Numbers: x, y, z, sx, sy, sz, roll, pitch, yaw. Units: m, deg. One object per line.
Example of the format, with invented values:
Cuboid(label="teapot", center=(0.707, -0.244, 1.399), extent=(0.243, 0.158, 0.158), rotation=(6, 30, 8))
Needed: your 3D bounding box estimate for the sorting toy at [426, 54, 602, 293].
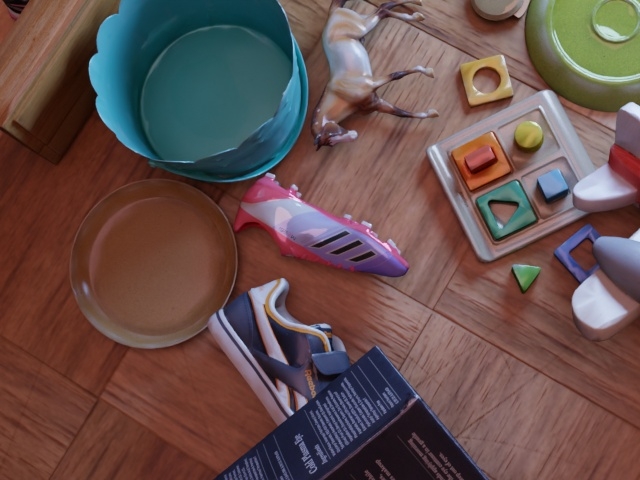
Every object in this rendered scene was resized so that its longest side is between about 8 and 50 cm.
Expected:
Cuboid(label="sorting toy", center=(0.262, -0.091, 1.518), extent=(0.196, 0.047, 0.347), rotation=(-26, 77, 2))

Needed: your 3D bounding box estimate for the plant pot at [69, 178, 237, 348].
Cuboid(label="plant pot", center=(-0.227, 0.033, 1.568), extent=(0.236, 0.032, 0.236), rotation=(-1, 80, 8))

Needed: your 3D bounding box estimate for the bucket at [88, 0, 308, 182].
Cuboid(label="bucket", center=(-0.152, -0.212, 1.527), extent=(0.281, 0.183, 0.281), rotation=(-1, 80, 8))

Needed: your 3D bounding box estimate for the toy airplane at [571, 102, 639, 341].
Cuboid(label="toy airplane", center=(0.495, -0.033, 1.359), extent=(0.384, 0.272, 0.386), rotation=(9, 63, -1))

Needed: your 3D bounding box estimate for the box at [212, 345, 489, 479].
Cuboid(label="box", center=(0.065, 0.362, 1.319), extent=(0.312, 0.179, 0.343), rotation=(-39, 109, -2))

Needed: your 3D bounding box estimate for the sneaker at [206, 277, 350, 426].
Cuboid(label="sneaker", center=(-0.008, 0.190, 1.461), extent=(0.127, 0.126, 0.321), rotation=(-38, 77, 2))

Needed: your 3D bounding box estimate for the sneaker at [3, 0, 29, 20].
Cuboid(label="sneaker", center=(-0.377, -0.368, 1.641), extent=(0.178, 0.077, 0.072), rotation=(-24, 78, 2))

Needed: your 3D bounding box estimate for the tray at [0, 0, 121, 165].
Cuboid(label="tray", center=(-0.307, -0.312, 1.556), extent=(0.076, 0.203, 0.411), rotation=(30, 85, 11))

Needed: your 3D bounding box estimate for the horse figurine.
Cuboid(label="horse figurine", center=(0.063, -0.255, 1.566), extent=(0.174, 0.066, 0.263), rotation=(-8, 78, 5))

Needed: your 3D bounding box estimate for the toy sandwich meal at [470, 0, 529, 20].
Cuboid(label="toy sandwich meal", center=(0.250, -0.340, 1.578), extent=(0.085, 0.029, 0.085), rotation=(-2, 83, 18))

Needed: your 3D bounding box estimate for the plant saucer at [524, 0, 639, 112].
Cuboid(label="plant saucer", center=(0.399, -0.294, 1.544), extent=(0.241, 0.037, 0.241), rotation=(-1, 80, 7))

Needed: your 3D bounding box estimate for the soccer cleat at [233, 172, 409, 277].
Cuboid(label="soccer cleat", center=(0.000, 0.000, 1.519), extent=(0.248, 0.083, 0.095), rotation=(29, 85, 15))
